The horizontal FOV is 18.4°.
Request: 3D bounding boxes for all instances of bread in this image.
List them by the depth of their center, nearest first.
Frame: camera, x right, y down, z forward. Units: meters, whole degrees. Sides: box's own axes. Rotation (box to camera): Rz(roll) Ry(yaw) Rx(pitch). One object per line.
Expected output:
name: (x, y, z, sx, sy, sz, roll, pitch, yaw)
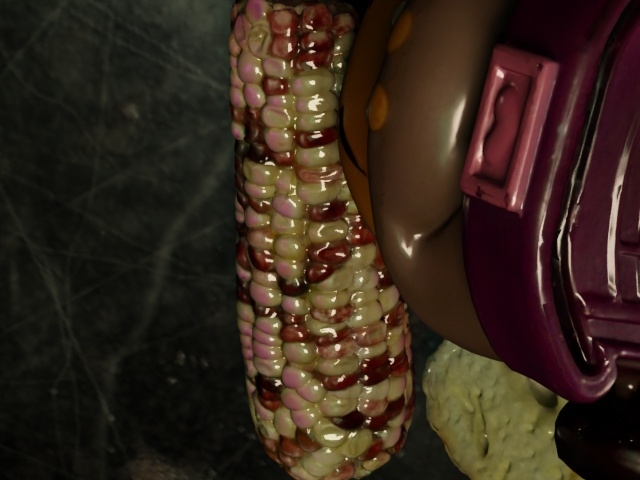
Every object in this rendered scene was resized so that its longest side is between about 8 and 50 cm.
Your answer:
bread: (0.139, 0.110, 0.970, 0.128, 0.232, 0.088, -43, 146, 23)

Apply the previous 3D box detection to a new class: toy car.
toy car: (0.172, -0.037, 0.870, 0.341, 0.240, 0.271, 11, 99, -28)

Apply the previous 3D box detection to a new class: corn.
corn: (0.000, 0.000, 0.995, 0.092, 0.092, 0.280, 0, 118, 8)
